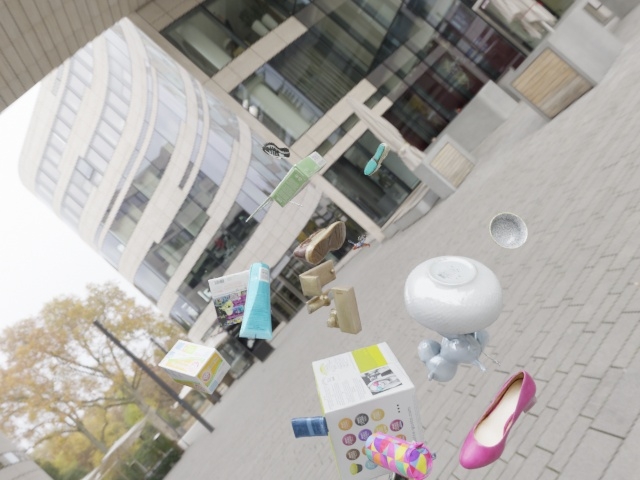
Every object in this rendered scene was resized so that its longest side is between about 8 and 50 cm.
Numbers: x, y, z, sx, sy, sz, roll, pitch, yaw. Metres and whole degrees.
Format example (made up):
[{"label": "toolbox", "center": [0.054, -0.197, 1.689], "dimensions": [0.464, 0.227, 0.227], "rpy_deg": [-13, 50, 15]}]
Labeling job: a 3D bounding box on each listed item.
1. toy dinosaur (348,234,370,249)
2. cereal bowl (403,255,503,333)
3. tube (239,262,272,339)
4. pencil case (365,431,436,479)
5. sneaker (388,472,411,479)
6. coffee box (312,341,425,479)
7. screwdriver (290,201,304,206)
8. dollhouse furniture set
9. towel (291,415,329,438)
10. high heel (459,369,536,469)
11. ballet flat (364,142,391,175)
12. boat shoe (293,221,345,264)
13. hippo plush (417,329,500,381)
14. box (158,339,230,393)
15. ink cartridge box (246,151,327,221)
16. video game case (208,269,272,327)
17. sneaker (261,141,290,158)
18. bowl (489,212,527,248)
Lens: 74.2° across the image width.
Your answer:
[{"label": "toy dinosaur", "center": [0.148, 0.015, 1.554], "dimensions": [0.047, 0.090, 0.082], "rpy_deg": [-37, 18, 48]}, {"label": "cereal bowl", "center": [0.457, 0.157, 1.469], "dimensions": [0.339, 0.339, 0.141], "rpy_deg": [-46, -43, -43]}, {"label": "tube", "center": [-0.161, 0.156, 1.095], "dimensions": [0.052, 0.080, 0.207], "rpy_deg": [106, 165, -51]}, {"label": "pencil case", "center": [0.231, 0.635, 1.261], "dimensions": [0.104, 0.104, 0.236], "rpy_deg": [-47, 10, -31]}, {"label": "sneaker", "center": [0.300, 0.958, 1.619], "dimensions": [0.300, 0.111, 0.121], "rpy_deg": [-55, -23, -44]}, {"label": "coffee box", "center": [0.176, 0.655, 1.642], "dimensions": [0.335, 0.337, 0.338], "rpy_deg": [-14, 16, -6]}, {"label": "screwdriver", "center": [-0.099, -0.128, 1.351], "dimensions": [0.024, 0.025, 0.170], "rpy_deg": [-14, 17, -32]}, {"label": "dollhouse furniture set", "center": [0.055, 0.138, 1.077], "dimensions": [0.151, 0.144, 0.123], "rpy_deg": [-1, 17, 43]}, {"label": "towel", "center": [-0.035, 0.609, 1.381], "dimensions": [0.120, 0.067, 0.029], "rpy_deg": [-12, 9, 19]}, {"label": "high heel", "center": [0.387, 0.395, 0.935], "dimensions": [0.244, 0.117, 0.082], "rpy_deg": [-37, 34, -7]}, {"label": "ballet flat", "center": [0.251, -0.344, 1.824], "dimensions": [0.052, 0.057, 0.168], "rpy_deg": [-3, -39, -36]}, {"label": "boat shoe", "center": [0.000, 0.000, 1.886], "dimensions": [0.342, 0.123, 0.123], "rpy_deg": [-41, -50, -50]}, {"label": "hippo plush", "center": [0.516, 0.432, 1.633], "dimensions": [0.234, 0.294, 0.236], "rpy_deg": [2, -50, -42]}, {"label": "box", "center": [-0.425, 0.424, 1.427], "dimensions": [0.203, 0.103, 0.114], "rpy_deg": [0, 41, 36]}, {"label": "ink cartridge box", "center": [-0.094, -0.138, 1.193], "dimensions": [0.235, 0.056, 0.171], "rpy_deg": [-46, 4, 30]}, {"label": "video game case", "center": [-0.345, 0.244, 1.826], "dimensions": [0.232, 0.210, 0.042], "rpy_deg": [-15, -5, -8]}, {"label": "sneaker", "center": [-0.134, -0.251, 1.210], "dimensions": [0.044, 0.040, 0.109], "rpy_deg": [-8, -8, 32]}, {"label": "bowl", "center": [0.837, -0.034, 1.920], "dimensions": [0.170, 0.170, 0.080], "rpy_deg": [-48, -12, -14]}]
